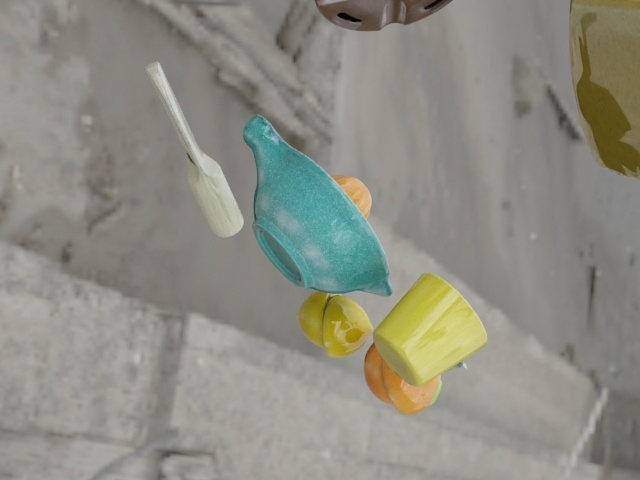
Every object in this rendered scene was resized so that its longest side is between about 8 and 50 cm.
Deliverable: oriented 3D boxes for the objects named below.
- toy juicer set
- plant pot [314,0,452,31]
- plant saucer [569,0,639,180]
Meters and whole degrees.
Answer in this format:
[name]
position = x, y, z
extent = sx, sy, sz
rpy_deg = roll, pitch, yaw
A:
[toy juicer set]
position = 0.000, 0.000, 1.148
extent = 0.089, 0.329, 0.209
rpy_deg = -40, 161, -15
[plant pot]
position = 0.038, -0.260, 1.092
extent = 0.167, 0.167, 0.165
rpy_deg = 48, 23, -63
[plant saucer]
position = 0.232, -0.166, 0.579
extent = 0.333, 0.081, 0.333
rpy_deg = -56, -165, 3
